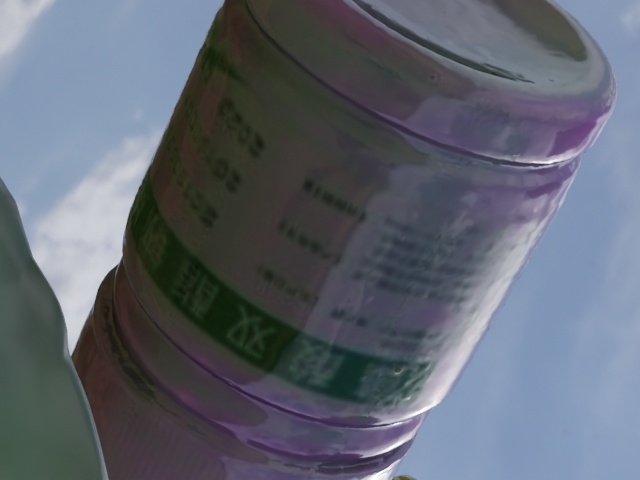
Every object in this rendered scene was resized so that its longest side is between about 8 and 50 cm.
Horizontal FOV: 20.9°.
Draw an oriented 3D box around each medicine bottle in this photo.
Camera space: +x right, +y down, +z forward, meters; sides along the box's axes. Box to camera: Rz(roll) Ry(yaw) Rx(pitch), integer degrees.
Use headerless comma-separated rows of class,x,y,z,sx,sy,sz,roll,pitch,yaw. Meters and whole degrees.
medicine bottle,0.000,0.000,0.966,0.212,0.212,0.325,-95,-152,-57

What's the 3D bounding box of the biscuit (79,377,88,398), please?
biscuit,-0.146,0.093,0.716,0.120,0.015,0.120,-24,-152,14

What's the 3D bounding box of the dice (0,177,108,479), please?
dice,-0.201,0.076,0.309,0.254,0.250,0.252,-4,-165,36

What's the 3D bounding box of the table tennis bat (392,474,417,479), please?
table tennis bat,0.050,0.330,1.138,0.224,0.054,0.369,-31,-129,45
